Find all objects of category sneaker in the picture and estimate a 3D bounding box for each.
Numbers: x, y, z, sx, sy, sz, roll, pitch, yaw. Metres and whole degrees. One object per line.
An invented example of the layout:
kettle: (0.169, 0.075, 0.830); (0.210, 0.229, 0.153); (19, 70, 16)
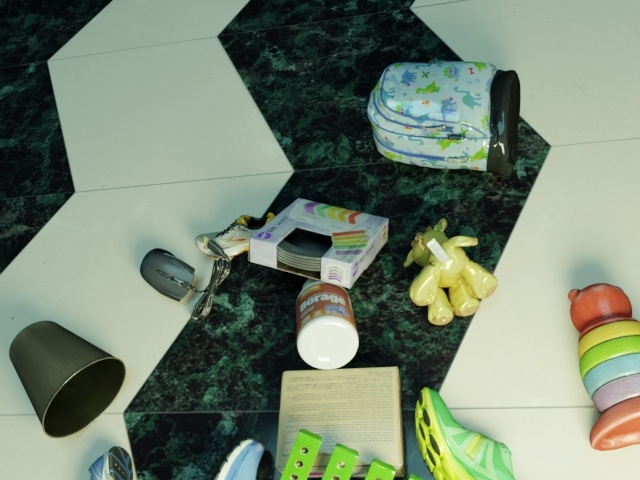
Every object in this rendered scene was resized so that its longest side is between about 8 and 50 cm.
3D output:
sneaker: (-0.202, -0.021, 1.456); (0.225, 0.093, 0.088); (-10, 33, 5)
sneaker: (-0.156, 0.520, 1.063); (0.147, 0.130, 0.330); (25, 47, -8)
sneaker: (-0.411, 0.518, 1.153); (0.081, 0.080, 0.211); (-30, 49, 14)
sneaker: (0.270, 0.394, 1.060); (0.123, 0.109, 0.295); (-14, 49, -24)

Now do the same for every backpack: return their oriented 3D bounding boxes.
backpack: (0.297, -0.315, 1.477); (0.355, 0.273, 0.290); (1, 61, 29)

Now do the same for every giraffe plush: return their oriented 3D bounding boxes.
giraffe plush: (0.255, 0.049, 1.272); (0.181, 0.210, 0.170); (-23, 24, 1)

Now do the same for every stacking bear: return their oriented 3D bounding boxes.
stacking bear: (0.546, 0.209, 1.082); (0.175, 0.164, 0.289); (-9, 49, 7)

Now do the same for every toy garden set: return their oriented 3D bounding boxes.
toy garden set: (0.045, 0.462, 1.035); (0.244, 0.049, 0.204); (21, 98, 6)

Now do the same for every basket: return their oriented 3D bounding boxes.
basket: (-0.578, 0.288, 1.308); (0.227, 0.154, 0.204); (28, 68, 33)

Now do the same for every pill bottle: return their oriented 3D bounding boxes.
pill bottle: (0.008, 0.159, 1.227); (0.121, 0.121, 0.216); (-15, 24, 3)

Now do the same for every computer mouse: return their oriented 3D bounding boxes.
computer mouse: (-0.338, 0.059, 1.422); (0.262, 0.060, 0.184); (32, 92, 30)

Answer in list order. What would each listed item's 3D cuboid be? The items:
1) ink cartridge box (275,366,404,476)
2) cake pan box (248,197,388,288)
ink cartridge box: (0.041, 0.352, 1.141); (0.234, 0.088, 0.193); (-4, 56, 10)
cake pan box: (0.000, 0.000, 1.339); (0.245, 0.070, 0.267); (13, 29, 21)
